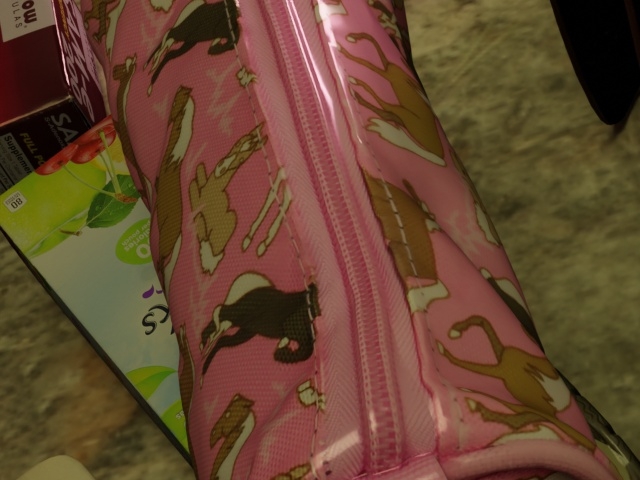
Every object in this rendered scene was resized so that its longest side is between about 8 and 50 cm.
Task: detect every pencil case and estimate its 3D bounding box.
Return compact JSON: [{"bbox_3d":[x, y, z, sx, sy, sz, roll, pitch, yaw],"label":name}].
[{"bbox_3d":[0.000,0.000,0.681,0.160,0.167,0.386,-43,40,26],"label":"pencil case"}]

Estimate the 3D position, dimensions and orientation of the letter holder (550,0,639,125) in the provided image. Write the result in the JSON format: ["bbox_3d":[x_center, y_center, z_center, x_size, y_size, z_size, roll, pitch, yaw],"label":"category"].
[{"bbox_3d":[0.162,-0.129,0.734,0.152,0.302,0.214,18,64,31],"label":"letter holder"}]

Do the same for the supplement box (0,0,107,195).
[{"bbox_3d":[-0.244,-0.059,0.988,0.239,0.073,0.130,-21,50,4],"label":"supplement box"}]

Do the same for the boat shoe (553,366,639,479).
[{"bbox_3d":[0.125,0.182,0.648,0.120,0.122,0.324,-38,42,0],"label":"boat shoe"}]

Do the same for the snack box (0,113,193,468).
[{"bbox_3d":[-0.040,0.004,0.865,0.174,0.070,0.207,-39,53,-10],"label":"snack box"}]

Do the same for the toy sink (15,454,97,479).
[{"bbox_3d":[-0.075,0.226,0.674,0.153,0.131,0.234,-40,52,-12],"label":"toy sink"}]
